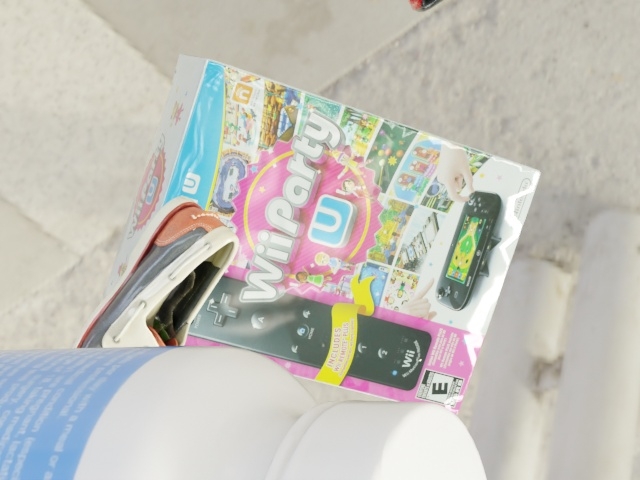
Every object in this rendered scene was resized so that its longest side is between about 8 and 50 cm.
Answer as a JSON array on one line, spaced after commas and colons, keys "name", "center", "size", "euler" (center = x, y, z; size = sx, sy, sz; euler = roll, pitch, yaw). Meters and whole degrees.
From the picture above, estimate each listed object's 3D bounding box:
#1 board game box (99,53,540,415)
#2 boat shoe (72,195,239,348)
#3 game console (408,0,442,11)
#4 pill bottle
[{"name": "board game box", "center": [0.000, 0.000, 1.123], "size": [0.303, 0.097, 0.224], "euler": [16, 94, -21]}, {"name": "boat shoe", "center": [-0.090, 0.044, 0.729], "size": [0.043, 0.049, 0.137], "euler": [36, 100, 30]}, {"name": "game console", "center": [0.243, -0.338, 1.296], "size": [0.387, 0.342, 0.060], "euler": [-33, 103, 8]}, {"name": "pill bottle", "center": [-0.067, 0.093, 0.414], "size": [0.222, 0.124, 0.124], "euler": [-4, 132, 29]}]
